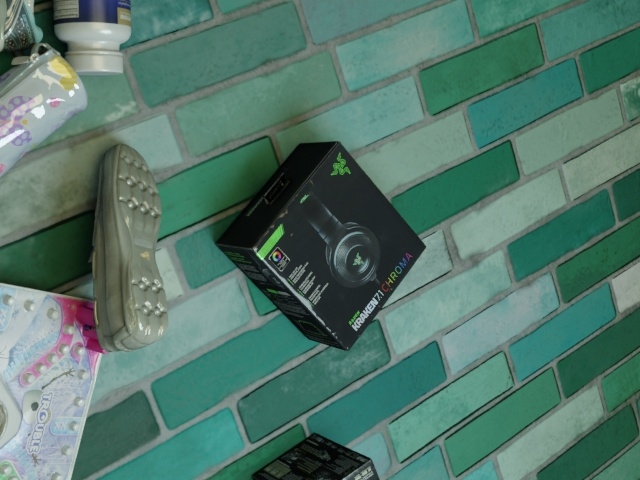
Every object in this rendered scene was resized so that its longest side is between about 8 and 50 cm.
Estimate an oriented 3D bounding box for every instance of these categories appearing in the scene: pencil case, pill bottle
[{"bbox_3d":[-0.451,-0.156,1.317,0.113,0.124,0.273,42,70,8],"label":"pencil case"},{"bbox_3d":[-0.333,-0.338,1.386,0.112,0.112,0.186,-5,97,-32],"label":"pill bottle"}]

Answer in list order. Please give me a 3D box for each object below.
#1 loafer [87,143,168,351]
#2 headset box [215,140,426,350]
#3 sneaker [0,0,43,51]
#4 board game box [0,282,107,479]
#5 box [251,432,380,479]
[{"bbox_3d":[-0.300,0.009,1.413,0.112,0.111,0.319,27,50,-53],"label":"loafer"},{"bbox_3d":[0.000,0.000,1.618,0.246,0.131,0.283,-51,117,-19],"label":"headset box"},{"bbox_3d":[-0.446,-0.401,1.329,0.122,0.110,0.283,-8,105,-46],"label":"sneaker"},{"bbox_3d":[-0.466,0.253,1.310,0.390,0.050,0.389,19,83,-53],"label":"board game box"},{"bbox_3d":[-0.005,0.418,1.621,0.147,0.180,0.077,-29,109,-28],"label":"box"}]
